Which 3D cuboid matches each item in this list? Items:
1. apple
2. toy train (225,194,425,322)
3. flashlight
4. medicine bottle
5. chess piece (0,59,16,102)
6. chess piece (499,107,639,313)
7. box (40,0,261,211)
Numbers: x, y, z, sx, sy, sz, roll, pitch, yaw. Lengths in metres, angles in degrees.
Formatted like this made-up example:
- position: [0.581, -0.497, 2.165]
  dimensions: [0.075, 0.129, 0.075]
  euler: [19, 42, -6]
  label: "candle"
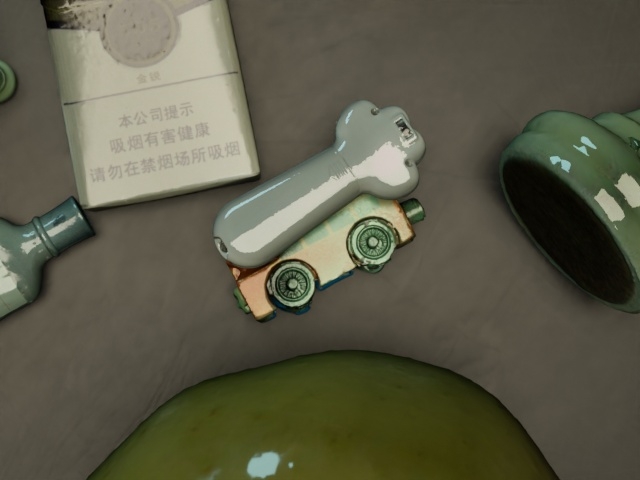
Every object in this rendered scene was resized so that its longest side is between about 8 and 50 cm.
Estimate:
- position: [0.006, 0.302, 1.063]
  dimensions: [0.474, 0.473, 0.473]
  euler: [0, 88, -2]
  label: "apple"
- position: [0.000, 0.000, 1.248]
  dimensions: [0.188, 0.072, 0.099]
  euler: [-29, 82, -3]
  label: "toy train"
- position: [-0.002, -0.043, 1.195]
  dimensions: [0.200, 0.047, 0.093]
  euler: [-33, 80, -1]
  label: "flashlight"
- position: [-0.303, 0.029, 1.244]
  dimensions: [0.208, 0.054, 0.090]
  euler: [-30, 88, -4]
  label: "medicine bottle"
- position: [-0.298, -0.147, 1.229]
  dimensions: [0.042, 0.093, 0.042]
  euler: [0, 87, -2]
  label: "chess piece"
- position: [0.324, -0.094, 1.215]
  dimensions: [0.299, 0.194, 0.194]
  euler: [-39, 90, -12]
  label: "chess piece"
- position: [-0.156, -0.166, 1.245]
  dimensions: [0.168, 0.071, 0.259]
  euler: [-12, 90, -2]
  label: "box"
